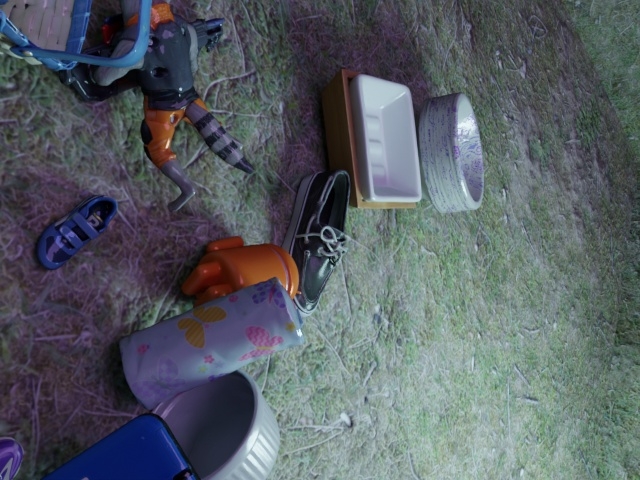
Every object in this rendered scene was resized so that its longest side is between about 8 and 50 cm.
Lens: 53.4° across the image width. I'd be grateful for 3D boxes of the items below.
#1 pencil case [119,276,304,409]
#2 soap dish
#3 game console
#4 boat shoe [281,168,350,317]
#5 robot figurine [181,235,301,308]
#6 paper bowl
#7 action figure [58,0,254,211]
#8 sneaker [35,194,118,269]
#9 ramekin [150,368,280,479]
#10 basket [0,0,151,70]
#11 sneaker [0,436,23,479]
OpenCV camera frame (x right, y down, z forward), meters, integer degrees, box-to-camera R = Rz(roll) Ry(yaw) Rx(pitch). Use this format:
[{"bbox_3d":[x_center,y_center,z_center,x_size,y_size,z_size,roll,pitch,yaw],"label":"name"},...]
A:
[{"bbox_3d":[-0.160,0.154,0.957,0.124,0.273,0.113,71,-6,-47],"label":"pencil case"},{"bbox_3d":[0.112,-0.210,1.397,0.229,0.118,0.290,-4,87,-50],"label":"soap dish"},{"bbox_3d":[-0.254,0.392,0.847,0.250,0.293,0.173,57,1,6],"label":"game console"},{"bbox_3d":[0.003,0.001,1.259,0.113,0.105,0.306,35,60,-39],"label":"boat shoe"},{"bbox_3d":[-0.126,0.073,1.093,0.220,0.158,0.128,-9,112,-48],"label":"robot figurine"},{"bbox_3d":[0.297,-0.207,1.550,0.284,0.148,0.284,-6,90,-66],"label":"paper bowl"},{"bbox_3d":[-0.211,-0.265,1.024,0.341,0.179,0.330,-47,127,-38],"label":"action figure"},{"bbox_3d":[-0.348,-0.018,0.915,0.053,0.059,0.144,55,50,-30],"label":"sneaker"},{"bbox_3d":[-0.160,0.305,0.970,0.109,0.207,0.207,58,46,-36],"label":"ramekin"},{"bbox_3d":[-0.337,-0.348,0.795,0.201,0.289,0.254,35,63,-73],"label":"basket"},{"bbox_3d":[-0.424,0.319,0.772,0.068,0.071,0.170,56,48,-26],"label":"sneaker"}]
